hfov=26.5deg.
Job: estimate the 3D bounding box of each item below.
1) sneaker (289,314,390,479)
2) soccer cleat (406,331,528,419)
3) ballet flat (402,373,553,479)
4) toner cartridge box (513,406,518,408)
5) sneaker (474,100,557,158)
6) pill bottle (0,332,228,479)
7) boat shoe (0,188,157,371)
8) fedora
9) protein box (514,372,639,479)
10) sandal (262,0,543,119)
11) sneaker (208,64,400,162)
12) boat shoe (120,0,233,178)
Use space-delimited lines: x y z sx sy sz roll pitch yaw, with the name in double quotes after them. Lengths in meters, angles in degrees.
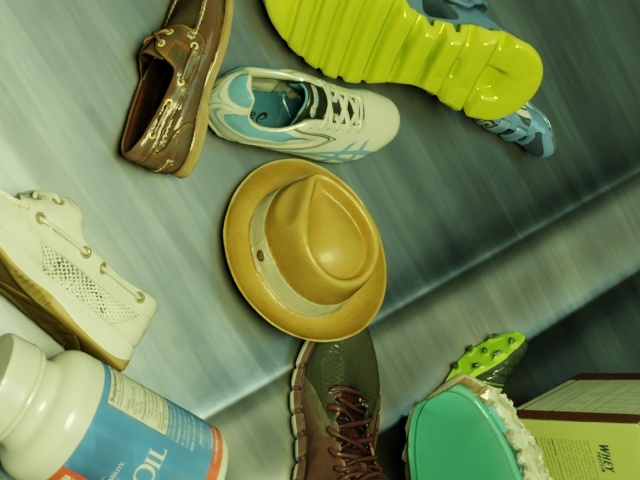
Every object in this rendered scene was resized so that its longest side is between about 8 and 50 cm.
0.045 0.211 1.318 0.106 0.162 0.281 12 79 -32 "sneaker"
0.164 0.170 1.470 0.179 0.060 0.072 -42 118 -22 "soccer cleat"
0.188 0.314 1.356 0.147 0.147 0.409 -22 100 -33 "ballet flat"
0.200 0.370 1.459 0.165 0.075 0.348 36 67 -27 "toner cartridge box"
0.206 -0.138 1.526 0.144 0.053 0.059 45 63 -13 "sneaker"
-0.200 0.172 1.184 0.221 0.124 0.124 33 69 -26 "pill bottle"
-0.251 -0.001 1.187 0.277 0.098 0.096 49 62 -31 "boat shoe"
0.000 0.000 1.335 0.194 0.079 0.194 12 64 -26 "fedora"
0.320 0.249 1.383 0.136 0.201 0.200 -22 97 -33 "protein box"
0.076 -0.230 1.421 0.317 0.126 0.138 21 32 -24 "sandal"
-0.006 -0.126 1.361 0.237 0.086 0.085 3 83 -38 "sneaker"
-0.136 -0.165 1.287 0.073 0.073 0.207 18 76 -34 "boat shoe"
